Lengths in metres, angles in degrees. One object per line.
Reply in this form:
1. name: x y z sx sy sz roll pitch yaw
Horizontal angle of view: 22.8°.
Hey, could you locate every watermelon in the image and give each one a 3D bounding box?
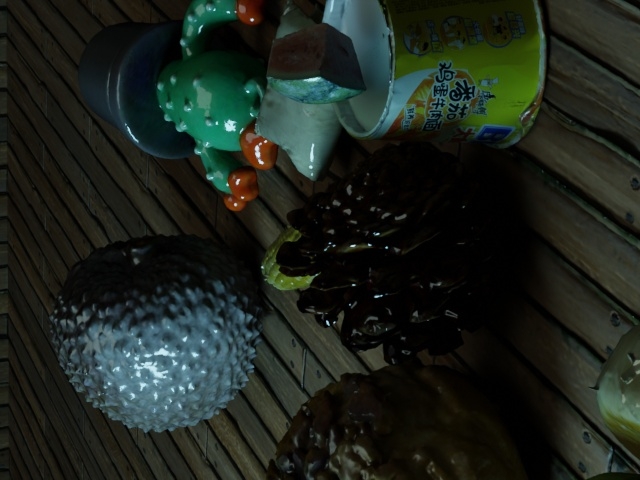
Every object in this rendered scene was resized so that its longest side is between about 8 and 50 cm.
1. watermelon: -0.008 -0.155 1.418 0.092 0.085 0.072 -130 26 -85

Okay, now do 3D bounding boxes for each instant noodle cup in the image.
1. instant noodle cup: 0.098 -0.180 1.468 0.205 0.153 0.204 174 90 -66

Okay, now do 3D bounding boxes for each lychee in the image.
1. lychee: -0.216 0.126 2.133 0.300 0.300 0.300 174 90 -67

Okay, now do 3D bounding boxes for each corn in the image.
1. corn: 0.000 0.000 1.836 0.288 0.087 0.086 144 117 -66

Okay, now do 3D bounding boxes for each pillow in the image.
1. pillow: -0.011 -0.174 1.828 0.134 0.078 0.181 53 140 46

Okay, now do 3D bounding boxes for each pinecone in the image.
1. pinecone: 0.079 0.019 1.510 0.221 0.222 0.221 174 90 -67

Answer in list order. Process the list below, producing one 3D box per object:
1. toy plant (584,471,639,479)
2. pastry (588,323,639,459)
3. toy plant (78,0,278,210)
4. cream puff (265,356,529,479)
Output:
1. toy plant: 0.289 0.313 1.135 0.316 0.185 0.224 32 122 51
2. pastry: 0.271 0.128 1.141 0.088 0.166 0.166 -51 25 -7
3. toy plant: -0.174 -0.206 2.084 0.400 0.185 0.279 23 96 56
4. cream puff: 0.061 0.274 1.553 0.343 0.231 0.327 -151 50 -62
